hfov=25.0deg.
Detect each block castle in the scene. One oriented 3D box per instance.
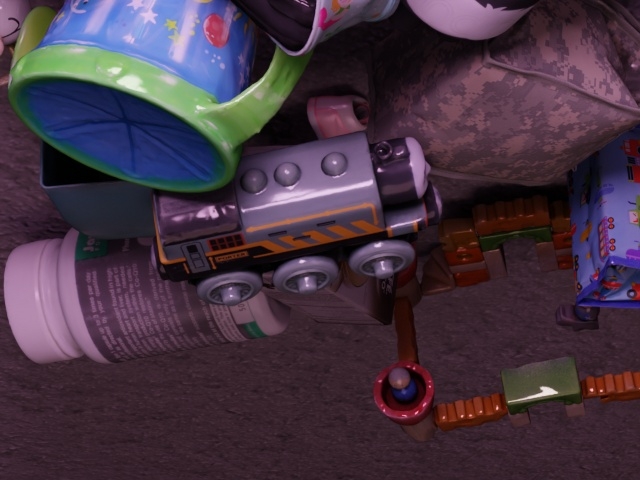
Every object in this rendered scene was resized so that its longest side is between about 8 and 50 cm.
[{"bbox_3d":[0.294,0.094,2.040,0.453,0.303,0.213,-10,152,10],"label":"block castle"}]

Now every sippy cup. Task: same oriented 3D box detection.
[{"bbox_3d":[-0.159,-0.197,1.427,0.305,0.224,0.240,18,161,1],"label":"sippy cup"}]

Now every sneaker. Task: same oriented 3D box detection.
[{"bbox_3d":[0.035,-0.138,1.809,0.070,0.051,0.134,-7,150,16],"label":"sneaker"}]

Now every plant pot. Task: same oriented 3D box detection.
[{"bbox_3d":[-0.232,-0.096,1.740,0.165,0.165,0.234,-5,158,0],"label":"plant pot"}]

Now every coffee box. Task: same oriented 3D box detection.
[{"bbox_3d":[0.000,0.000,1.891,0.119,0.168,0.297,1,166,24],"label":"coffee box"}]

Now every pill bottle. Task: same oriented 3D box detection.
[{"bbox_3d":[-0.235,0.058,1.993,0.361,0.204,0.204,-11,153,12],"label":"pill bottle"}]

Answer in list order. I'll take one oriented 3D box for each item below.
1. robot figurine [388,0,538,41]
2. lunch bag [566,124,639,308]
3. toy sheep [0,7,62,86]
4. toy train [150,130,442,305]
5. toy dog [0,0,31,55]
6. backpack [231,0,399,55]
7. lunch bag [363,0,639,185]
[{"bbox_3d":[0.163,-0.303,1.370,0.209,0.173,0.278,-39,179,-39],"label":"robot figurine"},{"bbox_3d":[0.485,-0.028,1.887,0.293,0.221,0.138,6,153,-9],"label":"lunch bag"},{"bbox_3d":[-0.299,-0.201,1.596,0.132,0.091,0.091,-17,152,12],"label":"toy sheep"},{"bbox_3d":[-0.033,-0.029,1.588,0.334,0.142,0.190,-11,153,3],"label":"toy train"},{"bbox_3d":[-0.479,-0.184,1.513,0.333,0.161,0.220,-19,150,27],"label":"toy dog"},{"bbox_3d":[-0.022,-0.293,1.238,0.191,0.253,0.225,-21,143,-21],"label":"backpack"},{"bbox_3d":[0.231,-0.173,1.640,0.287,0.169,0.235,16,149,-27],"label":"lunch bag"}]
